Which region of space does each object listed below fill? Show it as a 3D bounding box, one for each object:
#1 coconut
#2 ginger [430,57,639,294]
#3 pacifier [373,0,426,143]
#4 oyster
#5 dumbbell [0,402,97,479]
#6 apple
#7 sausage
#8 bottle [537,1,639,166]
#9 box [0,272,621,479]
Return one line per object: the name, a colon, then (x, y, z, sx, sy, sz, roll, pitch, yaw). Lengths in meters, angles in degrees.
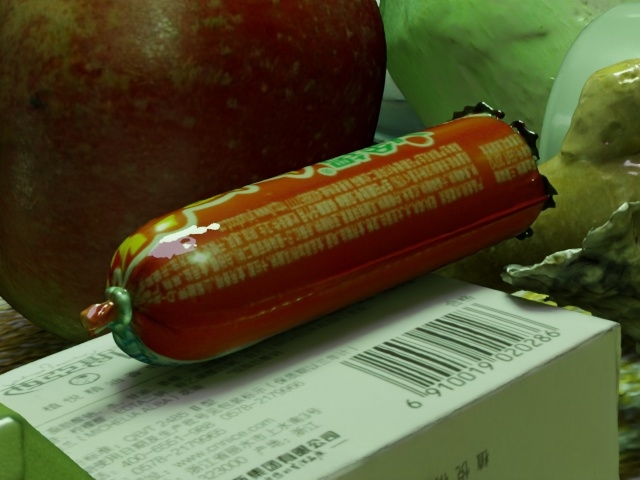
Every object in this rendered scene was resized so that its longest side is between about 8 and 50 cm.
coconut: (0.212, -0.171, 1.138, 0.281, 0.328, 0.328, -37, -2, 36)
ginger: (0.099, 0.012, 0.774, 0.299, 0.118, 0.065, -33, -1, 30)
pacifier: (0.063, -0.153, 1.364, 0.287, 0.238, 0.226, 11, -14, 2)
oyster: (0.171, 0.034, 0.683, 0.200, 0.061, 0.106, 15, -37, -34)
dumbbell: (-0.198, 0.085, 0.512, 0.108, 0.121, 0.302, 15, -1, -44)
apple: (-0.109, -0.092, 0.916, 0.277, 0.348, 0.348, -4, 15, -26)
sausage: (0.000, 0.000, 0.631, 0.264, 0.083, 0.083, -20, 21, -39)
bottle: (0.322, -0.044, 0.778, 0.352, 0.229, 0.229, 8, 23, 41)
box: (-0.023, 0.107, 0.613, 0.274, 0.116, 0.203, -21, 24, -39)
